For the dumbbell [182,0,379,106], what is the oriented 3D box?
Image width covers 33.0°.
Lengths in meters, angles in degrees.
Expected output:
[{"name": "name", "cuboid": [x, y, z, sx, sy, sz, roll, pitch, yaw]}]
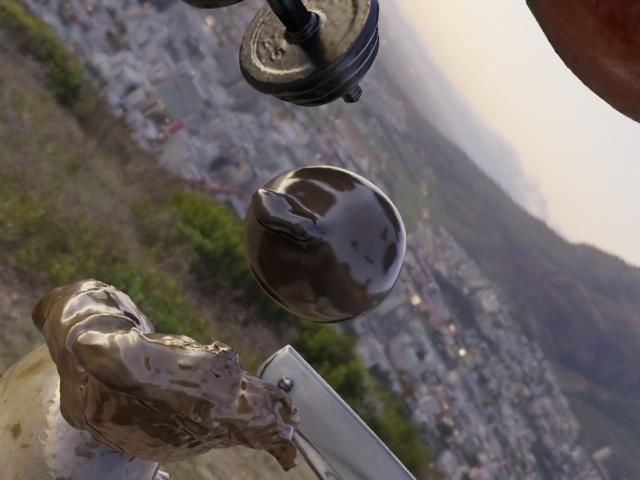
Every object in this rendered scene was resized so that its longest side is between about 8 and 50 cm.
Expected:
[{"name": "dumbbell", "cuboid": [-0.027, -0.152, 0.656, 0.208, 0.099, 0.099, 47, 16, -45]}]

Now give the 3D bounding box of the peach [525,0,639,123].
[{"name": "peach", "cuboid": [0.423, -0.281, 1.100, 0.339, 0.417, 0.353, 50, 47, -67]}]

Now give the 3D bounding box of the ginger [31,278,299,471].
[{"name": "ginger", "cuboid": [-0.097, 0.071, 0.586, 0.122, 0.084, 0.290, 22, -11, -20]}]

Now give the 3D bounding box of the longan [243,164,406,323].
[{"name": "longan", "cuboid": [0.000, 0.000, 0.664, 0.119, 0.106, 0.106, 35, 26, -56]}]

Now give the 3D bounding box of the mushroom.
[{"name": "mushroom", "cuboid": [-0.222, 0.210, 1.013, 0.195, 0.253, 0.189, 40, -23, -19]}]

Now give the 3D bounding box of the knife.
[{"name": "knife", "cuboid": [0.034, 0.211, 0.994, 0.265, 0.073, 0.040, 49, -11, 14]}]
